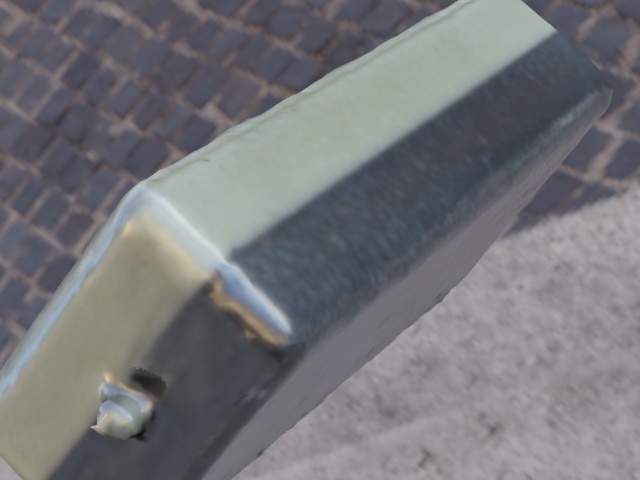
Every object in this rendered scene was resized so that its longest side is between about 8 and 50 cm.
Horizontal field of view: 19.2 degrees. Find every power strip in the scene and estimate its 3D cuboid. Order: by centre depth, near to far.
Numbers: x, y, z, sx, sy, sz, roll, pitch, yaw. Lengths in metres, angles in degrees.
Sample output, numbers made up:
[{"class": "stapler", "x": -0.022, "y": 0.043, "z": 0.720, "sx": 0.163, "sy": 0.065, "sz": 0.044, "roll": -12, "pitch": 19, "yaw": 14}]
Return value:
[{"class": "power strip", "x": 0.000, "y": 0.000, "z": 0.583, "sx": 0.070, "sy": 0.257, "sz": 0.105, "roll": 42, "pitch": 123, "yaw": 7}]
